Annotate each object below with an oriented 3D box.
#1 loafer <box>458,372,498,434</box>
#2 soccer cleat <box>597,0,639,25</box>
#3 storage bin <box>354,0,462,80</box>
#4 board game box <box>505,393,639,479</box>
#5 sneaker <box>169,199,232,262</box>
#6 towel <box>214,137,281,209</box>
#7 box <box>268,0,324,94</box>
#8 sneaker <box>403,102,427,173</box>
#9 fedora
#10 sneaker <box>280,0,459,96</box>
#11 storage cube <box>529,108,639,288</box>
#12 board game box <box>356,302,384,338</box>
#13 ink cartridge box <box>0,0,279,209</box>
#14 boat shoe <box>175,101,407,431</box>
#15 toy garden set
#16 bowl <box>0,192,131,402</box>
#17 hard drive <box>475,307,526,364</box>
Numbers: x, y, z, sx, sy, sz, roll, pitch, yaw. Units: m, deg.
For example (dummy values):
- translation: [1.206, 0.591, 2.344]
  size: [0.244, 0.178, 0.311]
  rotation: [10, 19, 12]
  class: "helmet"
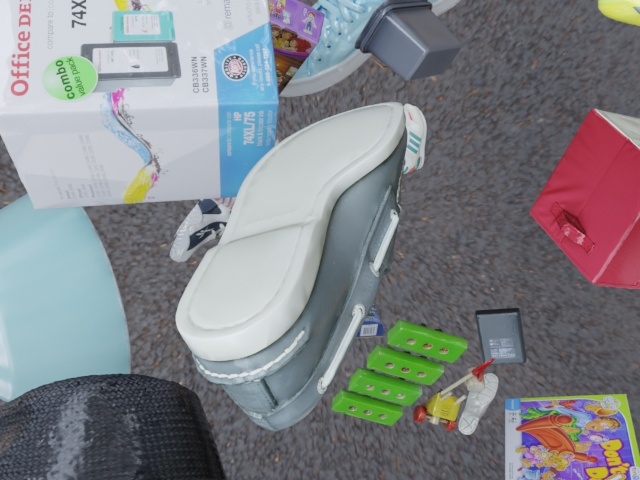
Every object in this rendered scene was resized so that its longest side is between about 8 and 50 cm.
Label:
- translation: [0.298, 0.307, 1.545]
  size: [0.045, 0.039, 0.125]
  rotation: [27, 87, 21]
  class: "loafer"
- translation: [0.533, -0.309, 1.137]
  size: [0.289, 0.093, 0.121]
  rotation: [0, 118, 5]
  class: "soccer cleat"
- translation: [0.124, -0.268, 1.129]
  size: [0.091, 0.135, 0.098]
  rotation: [48, 127, 16]
  class: "storage bin"
- translation: [0.455, 0.415, 1.481]
  size: [0.233, 0.347, 0.078]
  rotation: [-6, 114, 15]
  class: "board game box"
- translation: [-0.150, -0.031, 1.452]
  size: [0.153, 0.094, 0.235]
  rotation: [36, 63, -9]
  class: "sneaker"
- translation: [-0.147, -0.130, 1.274]
  size: [0.029, 0.197, 0.144]
  rotation: [39, 96, 31]
  class: "towel"
- translation: [-0.168, -0.284, 1.082]
  size: [0.293, 0.201, 0.057]
  rotation: [21, 60, -17]
  class: "box"
- translation: [0.183, -0.213, 1.758]
  size: [0.075, 0.057, 0.161]
  rotation: [-27, 131, -29]
  class: "sneaker"
- translation: [-0.218, 0.220, 0.774]
  size: [0.334, 0.334, 0.152]
  rotation: [-12, 67, 0]
  class: "fedora"
- translation: [0.048, -0.361, 1.224]
  size: [0.366, 0.150, 0.135]
  rotation: [-34, 60, 0]
  class: "sneaker"
- translation: [0.467, -0.058, 1.212]
  size: [0.215, 0.183, 0.193]
  rotation: [6, 125, -28]
  class: "storage cube"
- translation: [0.008, 0.107, 1.568]
  size: [0.194, 0.194, 0.060]
  rotation: [-3, 125, -12]
  class: "board game box"
- translation: [-0.191, -0.168, 0.884]
  size: [0.270, 0.197, 0.198]
  rotation: [-4, 66, -8]
  class: "ink cartridge box"
- translation: [0.000, 0.000, 0.598]
  size: [0.116, 0.319, 0.099]
  rotation: [-9, 121, 27]
  class: "boat shoe"
- translation: [0.158, 0.208, 1.262]
  size: [0.204, 0.049, 0.244]
  rotation: [18, 136, -15]
  class: "toy garden set"
- translation: [-0.392, 0.090, 1.086]
  size: [0.163, 0.311, 0.311]
  rotation: [-19, 91, -32]
  class: "bowl"
- translation: [0.392, 0.209, 1.779]
  size: [0.094, 0.022, 0.135]
  rotation: [-5, 119, 18]
  class: "hard drive"
